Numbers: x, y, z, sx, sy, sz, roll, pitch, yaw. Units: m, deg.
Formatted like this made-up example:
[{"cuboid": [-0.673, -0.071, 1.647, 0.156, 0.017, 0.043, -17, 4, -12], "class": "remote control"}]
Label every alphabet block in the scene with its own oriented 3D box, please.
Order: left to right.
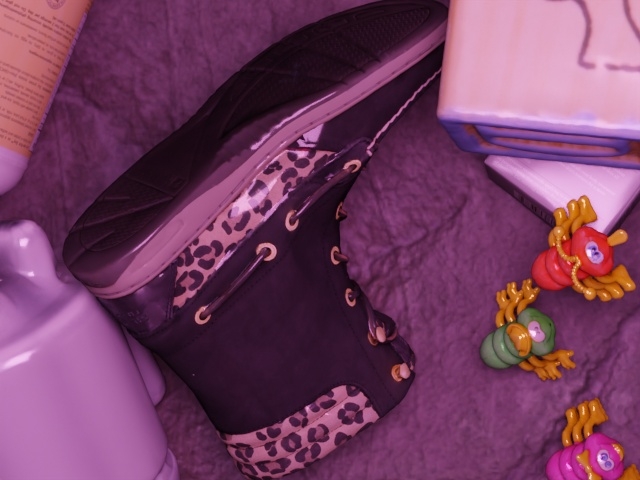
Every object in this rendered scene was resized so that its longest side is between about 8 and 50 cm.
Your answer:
[{"cuboid": [0.201, -0.169, 1.477, 0.192, 0.193, 0.197, 7, 86, 9], "class": "alphabet block"}]

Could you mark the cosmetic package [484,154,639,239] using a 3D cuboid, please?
[{"cuboid": [0.259, -0.119, 1.612, 0.127, 0.107, 0.238, 39, 88, 10], "class": "cosmetic package"}]

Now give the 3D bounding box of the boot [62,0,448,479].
[{"cuboid": [0.000, 0.000, 1.572, 0.377, 0.138, 0.284, -41, 122, -18], "class": "boot"}]

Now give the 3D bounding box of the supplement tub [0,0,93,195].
[{"cuboid": [-0.338, -0.180, 1.634, 0.241, 0.241, 0.331, 22, 88, 10], "class": "supplement tub"}]

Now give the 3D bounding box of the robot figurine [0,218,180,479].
[{"cuboid": [-0.239, 0.157, 1.573, 0.200, 0.300, 0.353, 0, 119, 41], "class": "robot figurine"}]

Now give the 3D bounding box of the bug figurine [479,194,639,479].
[{"cuboid": [0.227, 0.115, 1.548, 0.072, 0.216, 0.279, -26, 83, -35], "class": "bug figurine"}]
